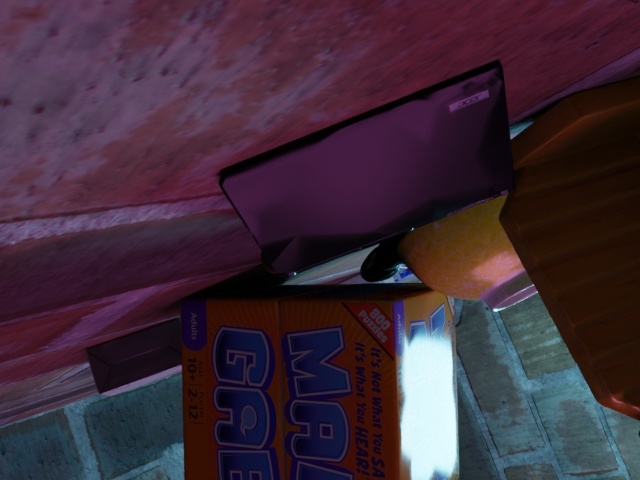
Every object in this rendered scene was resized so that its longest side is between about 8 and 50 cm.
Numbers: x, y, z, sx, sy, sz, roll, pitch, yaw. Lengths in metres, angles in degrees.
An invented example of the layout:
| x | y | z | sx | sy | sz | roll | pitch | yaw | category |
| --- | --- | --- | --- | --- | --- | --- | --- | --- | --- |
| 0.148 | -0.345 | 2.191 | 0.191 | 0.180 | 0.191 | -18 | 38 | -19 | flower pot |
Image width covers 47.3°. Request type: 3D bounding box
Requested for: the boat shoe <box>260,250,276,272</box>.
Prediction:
| x | y | z | sx | sy | sz | roll | pitch | yaw | category |
| --- | --- | --- | --- | --- | --- | --- | --- | --- | --- |
| 0.000 | 0.000 | 0.884 | 0.152 | 0.056 | 0.049 | -23 | 166 | 20 | boat shoe |

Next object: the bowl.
| x | y | z | sx | sy | sz | roll | pitch | yaw | category |
| --- | --- | --- | --- | --- | --- | --- | --- | --- | --- |
| 0.283 | 0.017 | 1.151 | 0.289 | 0.156 | 0.289 | -24 | 162 | -9 | bowl |

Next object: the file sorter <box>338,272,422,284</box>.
| x | y | z | sx | sy | sz | roll | pitch | yaw | category |
| --- | --- | --- | --- | --- | --- | --- | --- | --- | --- |
| 0.135 | 0.187 | 1.952 | 0.173 | 0.193 | 0.278 | -17 | 172 | -43 | file sorter |

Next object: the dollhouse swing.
| x | y | z | sx | sy | sz | roll | pitch | yaw | category |
| --- | --- | --- | --- | --- | --- | --- | --- | --- | --- |
| 0.406 | -0.035 | 0.676 | 0.315 | 0.347 | 0.305 | -16 | 162 | -23 | dollhouse swing |

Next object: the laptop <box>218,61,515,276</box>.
| x | y | z | sx | sy | sz | roll | pitch | yaw | category |
| --- | --- | --- | --- | --- | --- | --- | --- | --- | --- |
| 0.046 | -0.071 | 0.690 | 0.234 | 0.136 | 0.264 | -20 | -163 | 5 | laptop |

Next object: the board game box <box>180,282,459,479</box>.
| x | y | z | sx | sy | sz | roll | pitch | yaw | category |
| --- | --- | --- | --- | --- | --- | --- | --- | --- | --- |
| 0.015 | 0.260 | 1.232 | 0.356 | 0.356 | 0.356 | -2 | 180 | 24 | board game box |

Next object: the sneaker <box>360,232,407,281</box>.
| x | y | z | sx | sy | sz | roll | pitch | yaw | category |
| --- | --- | --- | --- | --- | --- | --- | --- | --- | --- |
| 0.124 | 0.022 | 1.320 | 0.078 | 0.067 | 0.188 | -5 | 160 | -34 | sneaker |

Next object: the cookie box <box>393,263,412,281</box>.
| x | y | z | sx | sy | sz | roll | pitch | yaw | category |
| --- | --- | --- | --- | --- | --- | --- | --- | --- | --- |
| 0.261 | 0.073 | 2.016 | 0.107 | 0.040 | 0.092 | -16 | 170 | -24 | cookie box |

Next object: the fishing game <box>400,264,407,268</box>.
| x | y | z | sx | sy | sz | roll | pitch | yaw | category |
| --- | --- | --- | --- | --- | --- | --- | --- | --- | --- |
| 0.272 | 0.022 | 1.733 | 0.264 | 0.041 | 0.189 | -20 | 166 | 36 | fishing game |

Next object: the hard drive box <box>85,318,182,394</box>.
| x | y | z | sx | sy | sz | roll | pitch | yaw | category |
| --- | --- | --- | --- | --- | --- | --- | --- | --- | --- |
| -0.353 | 0.237 | 1.448 | 0.181 | 0.089 | 0.232 | -18 | 171 | -16 | hard drive box |
